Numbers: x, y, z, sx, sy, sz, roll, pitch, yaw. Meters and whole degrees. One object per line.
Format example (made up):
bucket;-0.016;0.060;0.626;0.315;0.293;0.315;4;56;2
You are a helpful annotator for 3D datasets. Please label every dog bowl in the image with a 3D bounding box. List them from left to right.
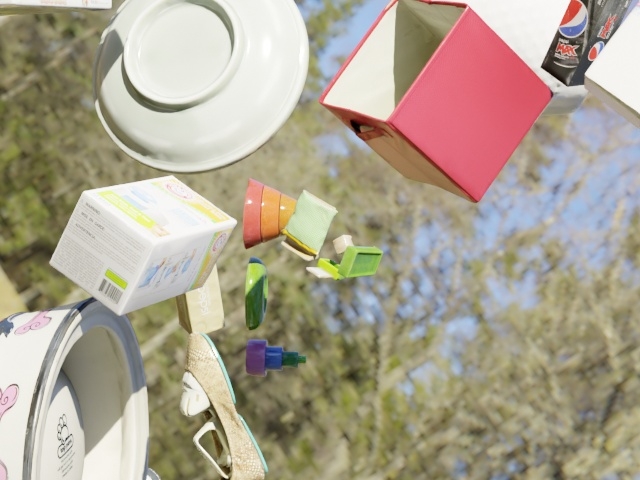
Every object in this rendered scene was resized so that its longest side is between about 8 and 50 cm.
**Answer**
dog bowl;-0.342;0.270;1.691;0.408;0.150;0.407;1;90;-78

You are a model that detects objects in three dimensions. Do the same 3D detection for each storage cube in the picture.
storage cube;0.152;-0.189;1.835;0.193;0.215;0.184;38;-7;-31

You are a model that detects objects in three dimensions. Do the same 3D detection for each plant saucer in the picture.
plant saucer;-0.223;-0.315;2.367;0.400;0.400;0.100;54;3;23

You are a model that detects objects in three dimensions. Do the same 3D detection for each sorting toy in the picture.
sorting toy;-0.064;0.070;2.349;0.127;0.126;0.365;-82;173;-66

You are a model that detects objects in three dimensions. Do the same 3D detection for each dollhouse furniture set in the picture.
dollhouse furniture set;0.000;0.000;1.694;0.152;0.076;0.059;32;19;34

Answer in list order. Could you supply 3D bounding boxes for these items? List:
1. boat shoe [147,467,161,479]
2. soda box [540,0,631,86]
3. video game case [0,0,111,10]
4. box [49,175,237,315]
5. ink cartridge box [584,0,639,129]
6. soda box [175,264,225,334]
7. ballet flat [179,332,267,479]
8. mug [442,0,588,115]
boat shoe;-0.311;0.447;2.177;0.114;0.091;0.302;44;-52;13
soda box;0.350;-0.284;1.777;0.053;0.060;0.168;43;-54;33
video game case;-0.454;-0.342;1.989;0.227;0.206;0.026;2;-82;31
box;-0.208;0.002;1.651;0.114;0.103;0.203;35;21;17
ink cartridge box;0.431;-0.222;1.551;0.168;0.232;0.171;37;8;8
soda box;-0.202;0.062;2.209;0.058;0.061;0.181;36;-41;52
ballet flat;-0.131;0.215;1.679;0.073;0.067;0.206;-9;-74;65
mug;0.322;-0.387;2.245;0.328;0.276;0.374;26;-50;1
